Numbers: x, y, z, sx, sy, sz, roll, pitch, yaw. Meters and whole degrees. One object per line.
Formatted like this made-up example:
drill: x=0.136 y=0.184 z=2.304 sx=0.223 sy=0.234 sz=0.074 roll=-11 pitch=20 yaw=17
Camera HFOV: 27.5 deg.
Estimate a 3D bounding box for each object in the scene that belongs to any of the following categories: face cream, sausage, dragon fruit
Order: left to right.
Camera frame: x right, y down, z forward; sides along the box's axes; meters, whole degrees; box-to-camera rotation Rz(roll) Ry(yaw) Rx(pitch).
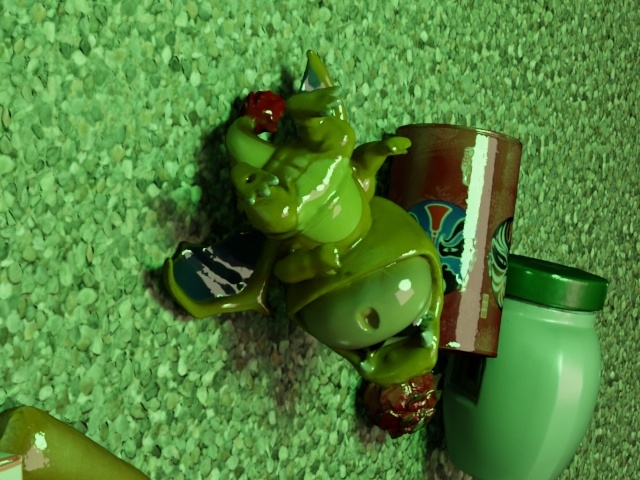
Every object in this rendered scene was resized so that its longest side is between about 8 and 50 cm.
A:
sausage: x=-0.277 y=0.277 z=1.481 sx=0.274 sy=0.105 sz=0.105 roll=45 pitch=58 yaw=-45
dragon fruit: x=0.130 y=0.240 z=2.015 sx=0.142 sy=0.130 sz=0.121 roll=-128 pitch=-151 yaw=-85
face cream: x=0.331 y=0.212 z=2.135 sx=0.219 sy=0.312 sz=0.357 roll=10 pitch=96 yaw=-19

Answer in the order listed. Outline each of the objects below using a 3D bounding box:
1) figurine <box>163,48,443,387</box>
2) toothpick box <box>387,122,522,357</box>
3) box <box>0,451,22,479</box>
figurine: x=0.022 y=-0.028 z=1.729 sx=0.387 sy=0.268 sz=0.401 roll=53 pitch=47 yaw=-38
toothpick box: x=0.193 y=0.003 z=2.012 sx=0.204 sy=0.204 sz=0.333 roll=17 pitch=79 yaw=-53
box: x=-0.447 y=0.333 z=1.078 sx=0.300 sy=0.314 sz=0.312 roll=-9 pitch=99 yaw=-55
